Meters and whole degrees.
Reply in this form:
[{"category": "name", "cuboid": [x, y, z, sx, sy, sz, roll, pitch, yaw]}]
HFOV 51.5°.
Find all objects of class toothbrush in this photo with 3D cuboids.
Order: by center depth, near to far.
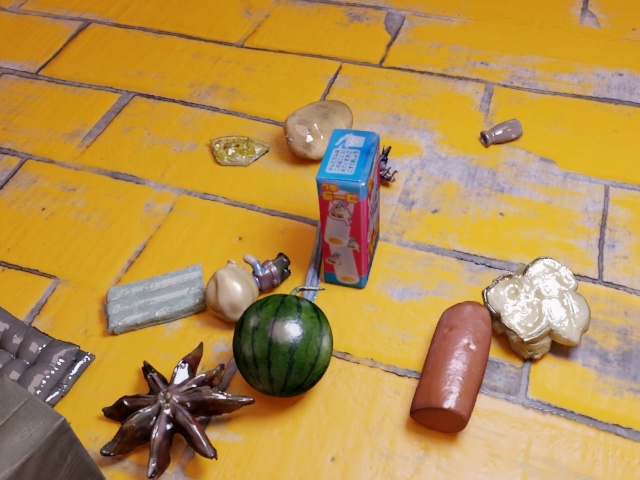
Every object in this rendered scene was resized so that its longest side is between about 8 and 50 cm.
[{"category": "toothbrush", "cuboid": [0.000, 0.000, 1.487, 0.042, 0.035, 0.414, -10, 43, 22]}]

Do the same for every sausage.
[{"category": "sausage", "cuboid": [0.249, 0.221, 1.218, 0.113, 0.114, 0.259, 15, 51, 16]}]

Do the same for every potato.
[{"category": "potato", "cuboid": [-0.009, -0.283, 1.697, 0.161, 0.128, 0.235, 21, 45, 1]}]

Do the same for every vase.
[{"category": "vase", "cuboid": [0.464, -0.275, 1.705, 0.100, 0.053, 0.053, -20, 49, -10]}]

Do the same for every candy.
[{"category": "candy", "cuboid": [0.061, -0.059, 1.353, 0.100, 0.306, 0.157, 7, 48, 12]}]

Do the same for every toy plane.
[{"category": "toy plane", "cuboid": [0.140, -0.192, 1.637, 0.130, 0.061, 0.189, 17, 51, 19]}]

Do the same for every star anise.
[{"category": "star anise", "cuboid": [-0.260, 0.297, 1.187, 0.288, 0.088, 0.288, -10, 45, 10]}]

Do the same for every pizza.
[{"category": "pizza", "cuboid": [-0.214, -0.236, 1.712, 0.159, 0.036, 0.099, 4, 48, 7]}]

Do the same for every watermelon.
[{"category": "watermelon", "cuboid": [-0.067, 0.178, 1.215, 0.187, 0.188, 0.215, 3, 68, 5]}]

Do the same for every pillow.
[{"category": "pillow", "cuboid": [-0.610, 0.283, 1.213, 0.228, 0.101, 0.326, 20, 53, 18]}]

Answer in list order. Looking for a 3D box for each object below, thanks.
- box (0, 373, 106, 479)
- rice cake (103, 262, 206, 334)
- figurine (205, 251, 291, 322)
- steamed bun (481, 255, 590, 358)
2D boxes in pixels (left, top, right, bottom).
[{"category": "box", "cuboid": [-0.473, 0.354, 1.048, 0.155, 0.231, 0.149, 24, 53, 24]}, {"category": "rice cake", "cuboid": [-0.346, 0.122, 1.387, 0.211, 0.038, 0.124, -11, 47, -7]}, {"category": "figurine", "cuboid": [-0.147, 0.085, 1.369, 0.108, 0.114, 0.196, 31, 48, 28]}, {"category": "steamed bun", "cuboid": [0.422, 0.139, 1.292, 0.177, 0.106, 0.192, -34, 66, -9]}]
